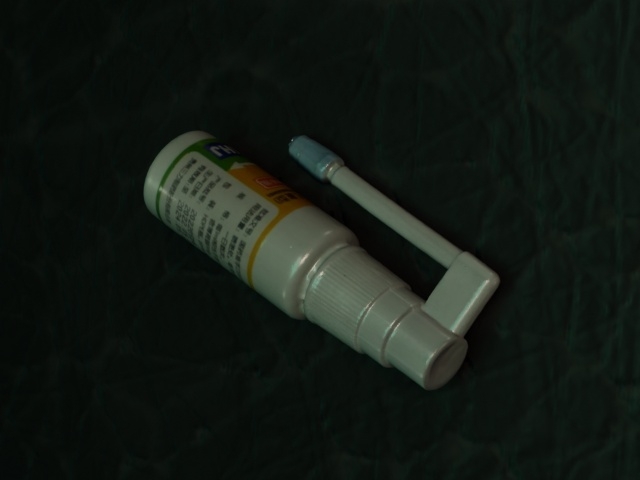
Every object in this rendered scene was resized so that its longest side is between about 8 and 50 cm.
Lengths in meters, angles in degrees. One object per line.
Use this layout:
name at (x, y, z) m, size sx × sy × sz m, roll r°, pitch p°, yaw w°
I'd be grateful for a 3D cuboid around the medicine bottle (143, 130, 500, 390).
medicine bottle at (0.000, 0.000, 1.053) m, size 0.221 × 0.061 × 0.092 m, roll 36°, pitch 93°, yaw 31°
